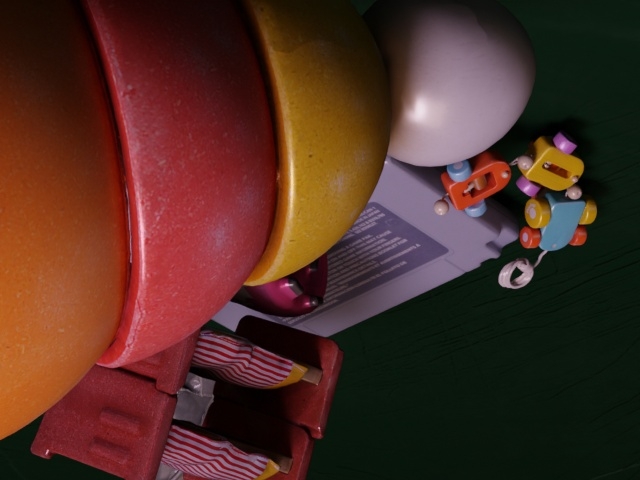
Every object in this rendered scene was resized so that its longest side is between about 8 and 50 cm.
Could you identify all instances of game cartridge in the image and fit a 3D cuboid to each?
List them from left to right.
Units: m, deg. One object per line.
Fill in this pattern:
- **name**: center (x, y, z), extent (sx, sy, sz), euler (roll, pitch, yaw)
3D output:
- **game cartridge**: center (0.000, 0.000, 1.416), extent (0.294, 0.060, 0.196), euler (-27, 139, 37)

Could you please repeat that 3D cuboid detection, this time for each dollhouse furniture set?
- **dollhouse furniture set**: center (-0.189, 0.096, 1.315), extent (0.374, 0.152, 0.201), euler (14, 173, 39)

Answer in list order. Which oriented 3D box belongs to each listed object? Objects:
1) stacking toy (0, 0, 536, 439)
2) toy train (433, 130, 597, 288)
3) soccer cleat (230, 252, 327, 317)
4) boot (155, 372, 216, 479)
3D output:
- **stacking toy**: center (-0.077, -0.065, 0.958), extent (0.480, 0.350, 0.350), euler (-11, 151, -22)
- **toy train**: center (0.158, -0.037, 1.326), extent (0.125, 0.046, 0.166), euler (-32, 138, 3)
- **soccer cleat**: center (-0.107, -0.026, 1.230), extent (0.143, 0.116, 0.331), euler (-5, 158, 25)
- **boot**: center (-0.197, 0.141, 1.574), extent (0.209, 0.076, 0.189), euler (20, 100, -34)
